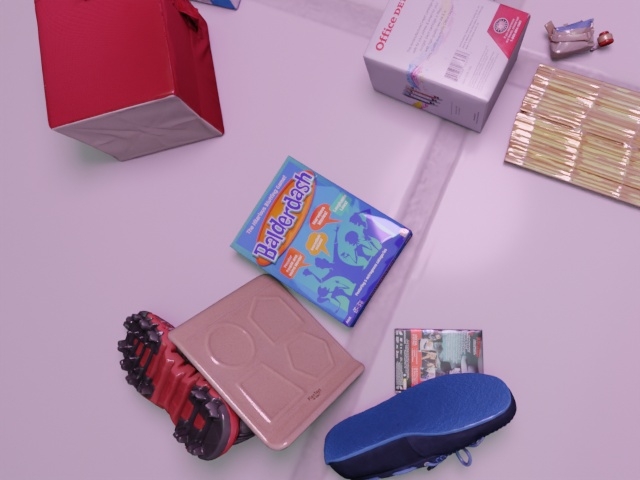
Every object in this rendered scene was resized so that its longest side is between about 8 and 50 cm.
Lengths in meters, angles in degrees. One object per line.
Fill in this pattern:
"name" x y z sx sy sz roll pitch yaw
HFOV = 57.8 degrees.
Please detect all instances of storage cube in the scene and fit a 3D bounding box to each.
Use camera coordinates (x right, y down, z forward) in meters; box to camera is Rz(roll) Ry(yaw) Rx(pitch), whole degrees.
"storage cube" -0.268 -0.247 0.844 0.215 0.183 0.193 -12 81 9

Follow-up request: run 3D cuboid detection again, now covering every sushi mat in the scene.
"sushi mat" 0.419 -0.125 0.776 0.316 0.019 0.151 22 89 14

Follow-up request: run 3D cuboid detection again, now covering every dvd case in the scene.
"dvd case" 0.161 0.164 0.793 0.119 0.013 0.087 -2 83 12

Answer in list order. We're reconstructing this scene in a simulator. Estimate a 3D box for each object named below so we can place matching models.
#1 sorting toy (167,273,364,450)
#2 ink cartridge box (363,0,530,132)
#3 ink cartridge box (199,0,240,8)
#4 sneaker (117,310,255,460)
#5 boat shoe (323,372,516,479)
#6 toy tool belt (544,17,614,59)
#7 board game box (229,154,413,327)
"sorting toy" -0.069 0.152 0.772 0.208 0.193 0.038 41 131 15
"ink cartridge box" 0.166 -0.251 0.787 0.176 0.127 0.128 26 89 13
"ink cartridge box" -0.206 -0.463 0.913 0.190 0.082 0.139 16 86 11
"sneaker" -0.179 0.193 0.817 0.276 0.135 0.097 34 103 36
"boat shoe" 0.131 0.245 0.754 0.258 0.109 0.089 -22 119 24
"toy tool belt" 0.354 -0.285 0.795 0.083 0.052 0.051 -12 89 9
"board game box" 0.000 0.000 0.829 0.210 0.047 0.160 32 90 14
